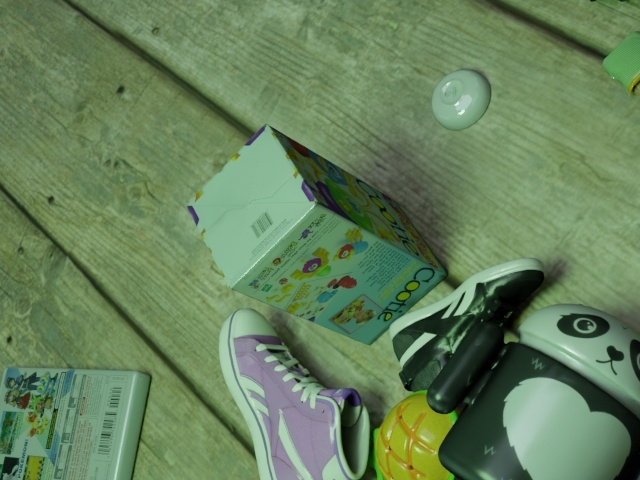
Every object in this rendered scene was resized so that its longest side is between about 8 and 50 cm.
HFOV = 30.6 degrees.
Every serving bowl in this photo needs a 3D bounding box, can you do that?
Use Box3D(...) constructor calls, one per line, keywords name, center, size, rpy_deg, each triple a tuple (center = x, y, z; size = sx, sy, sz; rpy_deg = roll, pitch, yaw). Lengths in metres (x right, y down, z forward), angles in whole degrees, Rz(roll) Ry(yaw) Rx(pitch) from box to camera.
Box3D(name="serving bowl", center=(0.176, -0.185, 1.504), size=(0.083, 0.027, 0.083), rpy_deg=(-16, 63, 33))

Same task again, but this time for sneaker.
Box3D(name="sneaker", center=(0.183, 0.115, 1.352), size=(0.217, 0.079, 0.121), rpy_deg=(-33, 58, 33))
Box3D(name="sneaker", center=(-0.020, 0.186, 1.448), size=(0.161, 0.102, 0.282), rpy_deg=(-39, 63, 33))

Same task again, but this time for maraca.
Box3D(name="maraca", center=(0.107, 0.244, 1.342), size=(0.186, 0.099, 0.127), rpy_deg=(-45, 46, 48))

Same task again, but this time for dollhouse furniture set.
Box3D(name="dollhouse furniture set", center=(0.387, -0.243, 1.344), size=(0.151, 0.058, 0.076), rpy_deg=(-47, 50, 13))

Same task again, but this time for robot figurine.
Box3D(name="robot figurine", center=(0.232, 0.198, 1.196), size=(0.173, 0.209, 0.278), rpy_deg=(27, 80, 49))

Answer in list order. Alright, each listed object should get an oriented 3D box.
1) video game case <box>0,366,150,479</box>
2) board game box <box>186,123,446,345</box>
Box3D(name="video game case", center=(-0.394, 0.351, 1.722), size=(0.300, 0.036, 0.329), rpy_deg=(-3, 71, 37))
Box3D(name="board game box", center=(0.000, 0.000, 1.400), size=(0.144, 0.275, 0.142), rpy_deg=(-44, 51, 16))
